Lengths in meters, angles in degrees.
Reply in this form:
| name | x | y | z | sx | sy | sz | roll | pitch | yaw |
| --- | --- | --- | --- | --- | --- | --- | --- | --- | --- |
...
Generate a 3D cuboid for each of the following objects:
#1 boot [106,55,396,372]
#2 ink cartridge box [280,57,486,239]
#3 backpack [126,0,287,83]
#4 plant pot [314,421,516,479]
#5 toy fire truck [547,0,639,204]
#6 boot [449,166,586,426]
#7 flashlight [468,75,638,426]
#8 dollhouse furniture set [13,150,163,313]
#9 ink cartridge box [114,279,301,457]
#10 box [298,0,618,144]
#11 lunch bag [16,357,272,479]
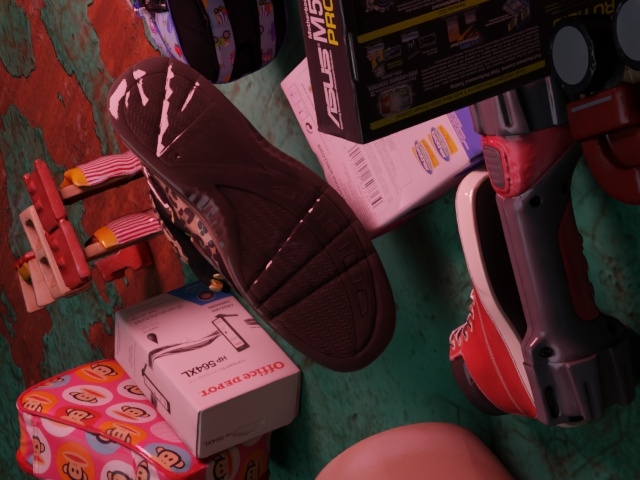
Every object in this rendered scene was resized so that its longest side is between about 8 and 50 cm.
| name | x | y | z | sx | sy | sz | roll | pitch | yaw |
| --- | --- | --- | --- | --- | --- | --- | --- | --- | --- |
| boot | -0.068 | -0.002 | 1.799 | 0.377 | 0.138 | 0.284 | 45 | 170 | 10 |
| ink cartridge box | 0.074 | -0.128 | 1.614 | 0.185 | 0.065 | 0.311 | 64 | 155 | 6 |
| backpack | -0.116 | -0.252 | 1.773 | 0.117 | 0.158 | 0.173 | 10 | 121 | 49 |
| plant pot | 0.114 | 0.341 | 1.655 | 0.323 | 0.323 | 0.280 | 102 | 154 | -47 |
| toy fire truck | 0.294 | -0.059 | 1.202 | 0.217 | 0.158 | 0.246 | -16 | 85 | 62 |
| boot | 0.150 | 0.053 | 1.582 | 0.176 | 0.088 | 0.244 | -1 | 111 | 63 |
| flashlight | 0.202 | -0.004 | 1.442 | 0.103 | 0.103 | 0.304 | -8 | 109 | 27 |
| dollhouse furniture set | -0.273 | -0.030 | 2.182 | 0.152 | 0.201 | 0.374 | 68 | 159 | 0 |
| ink cartridge box | -0.138 | 0.151 | 2.101 | 0.203 | 0.148 | 0.086 | 44 | 142 | 38 |
| box | 0.106 | -0.213 | 1.270 | 0.060 | 0.270 | 0.216 | 24 | 130 | 53 |
| lunch bag | -0.210 | 0.242 | 2.179 | 0.293 | 0.258 | 0.120 | 19 | 116 | 31 |
